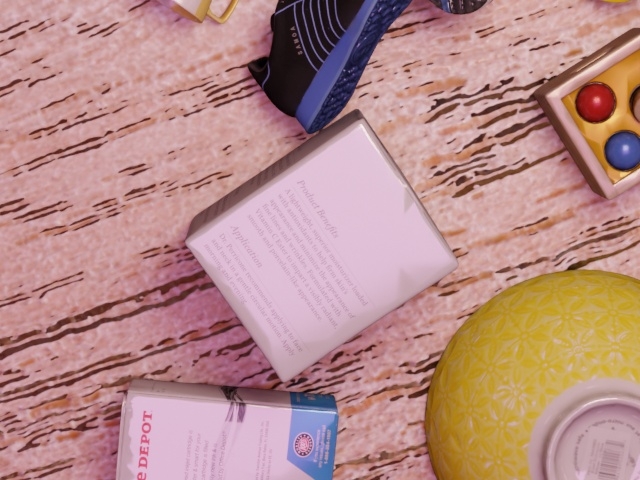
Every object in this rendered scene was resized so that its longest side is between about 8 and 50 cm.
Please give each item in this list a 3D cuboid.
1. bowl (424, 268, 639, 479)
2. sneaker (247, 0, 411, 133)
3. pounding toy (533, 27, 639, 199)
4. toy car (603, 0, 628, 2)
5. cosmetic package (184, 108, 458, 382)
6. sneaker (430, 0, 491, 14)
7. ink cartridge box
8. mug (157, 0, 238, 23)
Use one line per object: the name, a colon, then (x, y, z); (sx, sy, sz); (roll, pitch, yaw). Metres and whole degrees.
bowl: (0.243, 0.178, 1.560); (0.289, 0.156, 0.289); (0, 98, -2)
sneaker: (0.014, -0.200, 1.504); (0.090, 0.081, 0.232); (42, 124, 13)
pounding toy: (0.275, -0.128, 1.549); (0.141, 0.100, 0.130); (-33, 98, 2)
toy car: (0.223, -0.350, 1.532); (0.225, 0.053, 0.239); (24, 113, 5)
cosmetic package: (0.000, 0.000, 1.531); (0.184, 0.151, 0.151); (-33, 98, 3)
sneaker: (0.079, -0.277, 1.541); (0.080, 0.081, 0.211); (-42, 79, 23)
ink cartridge box: (-0.085, 0.204, 1.589); (0.191, 0.082, 0.139); (6, 97, -1)
mug: (-0.112, -0.231, 1.553); (0.062, 0.078, 0.064); (28, 86, 27)
